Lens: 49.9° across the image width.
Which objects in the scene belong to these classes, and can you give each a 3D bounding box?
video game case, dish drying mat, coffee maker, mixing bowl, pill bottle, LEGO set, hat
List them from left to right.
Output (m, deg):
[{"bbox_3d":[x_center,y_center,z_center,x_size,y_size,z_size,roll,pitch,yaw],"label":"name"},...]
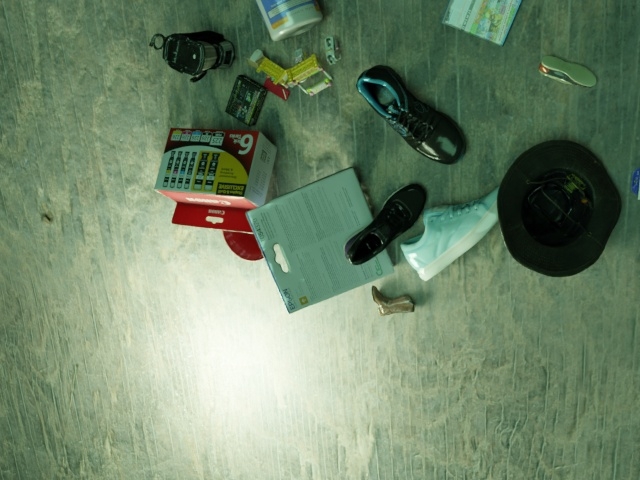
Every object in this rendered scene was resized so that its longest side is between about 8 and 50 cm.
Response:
[{"bbox_3d":[-0.354,-0.544,1.949,0.171,0.178,0.120,43,118,4],"label":"coffee maker"},{"bbox_3d":[-0.197,-0.038,2.095,0.181,0.098,0.182,9,111,23],"label":"mixing bowl"},{"bbox_3d":[-0.126,-0.434,1.976,0.083,0.008,0.032,33,119,12],"label":"dish drying mat"},{"bbox_3d":[-0.111,-0.678,1.802,0.152,0.152,0.272,-19,99,29],"label":"pill bottle"},{"bbox_3d":[-0.069,-0.466,1.908,0.287,0.107,0.132,-2,72,31],"label":"LEGO set"},{"bbox_3d":[0.392,-0.561,1.681,0.166,0.015,0.119,27,116,15],"label":"video game case"},{"bbox_3d":[0.551,-0.072,1.676,0.331,0.134,0.331,1,84,-11],"label":"hat"}]

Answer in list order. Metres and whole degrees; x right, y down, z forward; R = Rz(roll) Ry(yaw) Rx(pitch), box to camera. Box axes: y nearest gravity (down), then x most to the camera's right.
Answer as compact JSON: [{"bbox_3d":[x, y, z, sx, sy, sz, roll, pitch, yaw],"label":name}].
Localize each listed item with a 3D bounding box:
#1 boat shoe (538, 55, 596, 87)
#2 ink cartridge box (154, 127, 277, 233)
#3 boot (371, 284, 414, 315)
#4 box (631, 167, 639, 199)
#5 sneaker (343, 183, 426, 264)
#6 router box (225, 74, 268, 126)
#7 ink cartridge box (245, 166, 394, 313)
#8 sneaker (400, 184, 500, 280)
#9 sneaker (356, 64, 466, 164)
[{"bbox_3d":[0.584,-0.394,1.632,0.137,0.049,0.043,26,159,13],"label":"boat shoe"},{"bbox_3d":[-0.313,-0.178,2.013,0.309,0.130,0.272,5,76,23],"label":"ink cartridge box"},{"bbox_3d":[0.213,0.169,2.005,0.114,0.037,0.106,-12,115,32],"label":"boot"},{"bbox_3d":[0.808,-0.134,1.622,0.136,0.028,0.081,4,109,22],"label":"box"},{"bbox_3d":[0.184,-0.033,1.857,0.107,0.124,0.283,44,96,-6],"label":"sneaker"},{"bbox_3d":[-0.216,-0.408,2.008,0.092,0.038,0.122,34,120,16],"label":"router box"},{"bbox_3d":[0.000,0.000,1.956,0.330,0.071,0.324,-21,99,3],"label":"ink cartridge box"},{"bbox_3d":[0.349,-0.046,1.811,0.150,0.135,0.366,46,119,1],"label":"sneaker"},{"bbox_3d":[0.224,-0.312,1.775,0.341,0.139,0.125,41,118,6],"label":"sneaker"}]
